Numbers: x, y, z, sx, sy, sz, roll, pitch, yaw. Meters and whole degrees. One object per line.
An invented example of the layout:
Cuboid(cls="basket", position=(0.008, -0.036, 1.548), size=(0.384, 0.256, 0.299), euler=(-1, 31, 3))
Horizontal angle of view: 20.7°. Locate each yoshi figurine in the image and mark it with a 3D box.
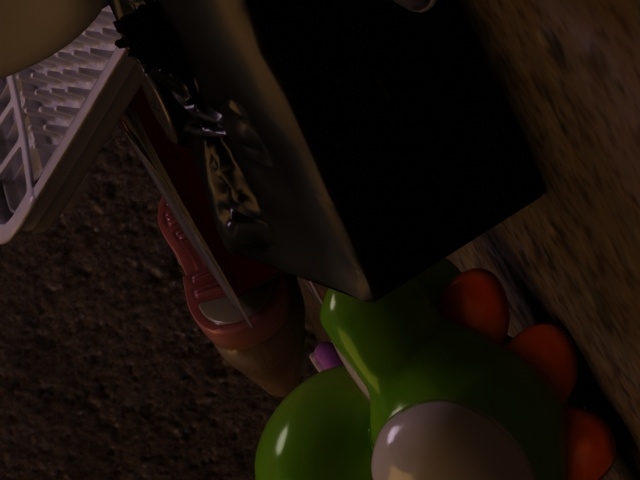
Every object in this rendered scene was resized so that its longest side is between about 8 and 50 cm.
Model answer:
Cuboid(cls="yoshi figurine", position=(0.086, 0.184, 0.866), size=(0.362, 0.203, 0.203), euler=(62, -177, 15))

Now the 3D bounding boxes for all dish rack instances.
Cuboid(cls="dish rack", position=(-0.231, -0.184, 1.649), size=(0.072, 0.333, 0.286), euler=(12, -139, -31))

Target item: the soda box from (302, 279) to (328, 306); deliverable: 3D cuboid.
Cuboid(cls="soda box", position=(0.000, 0.000, 1.512), size=(0.058, 0.063, 0.183), euler=(61, 177, -22))

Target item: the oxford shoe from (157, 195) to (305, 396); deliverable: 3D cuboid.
Cuboid(cls="oxford shoe", position=(-0.096, 0.026, 2.024), size=(0.397, 0.140, 0.146), euler=(-99, -13, -53))

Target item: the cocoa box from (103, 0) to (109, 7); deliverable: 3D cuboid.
Cuboid(cls="cocoa box", position=(-0.281, -0.344, 1.353), size=(0.347, 0.231, 0.228), euler=(59, 176, 23))

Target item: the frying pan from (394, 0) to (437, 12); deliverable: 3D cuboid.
Cuboid(cls="frying pan", position=(-0.028, -0.205, 0.455), size=(0.197, 0.053, 0.326), euler=(55, 172, 53))

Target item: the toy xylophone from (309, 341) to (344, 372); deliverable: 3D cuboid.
Cuboid(cls="toy xylophone", position=(0.106, 0.239, 1.776), size=(0.323, 0.081, 0.236), euler=(61, 176, -14))

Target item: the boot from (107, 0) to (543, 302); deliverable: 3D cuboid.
Cuboid(cls="boot", position=(-0.095, -0.213, 0.747), size=(0.445, 0.146, 0.367), euler=(57, 180, -24))

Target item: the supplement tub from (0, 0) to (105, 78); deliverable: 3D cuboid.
Cuboid(cls="supplement tub", position=(-0.247, -0.267, 0.941), size=(0.241, 0.241, 0.331), euler=(72, -173, -72))

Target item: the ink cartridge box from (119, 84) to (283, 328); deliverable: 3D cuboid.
Cuboid(cls="ink cartridge box", position=(-0.120, -0.104, 1.809), size=(0.272, 0.130, 0.309), euler=(52, 171, 53))
